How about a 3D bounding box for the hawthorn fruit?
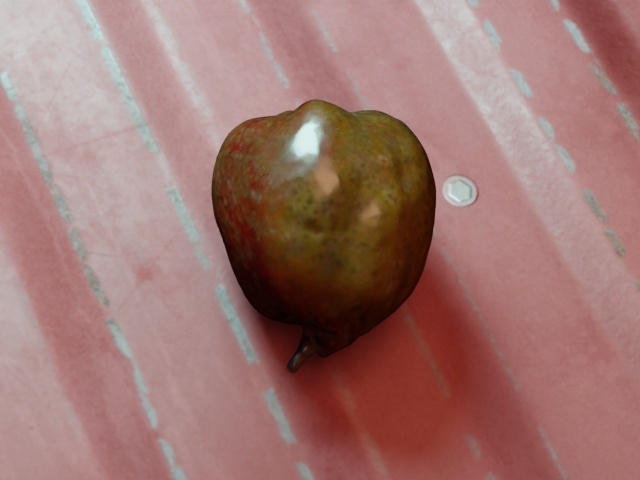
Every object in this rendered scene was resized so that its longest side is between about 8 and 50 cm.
[{"bbox_3d":[0.000,0.000,1.471,0.208,0.208,0.248,5,78,-9],"label":"hawthorn fruit"}]
